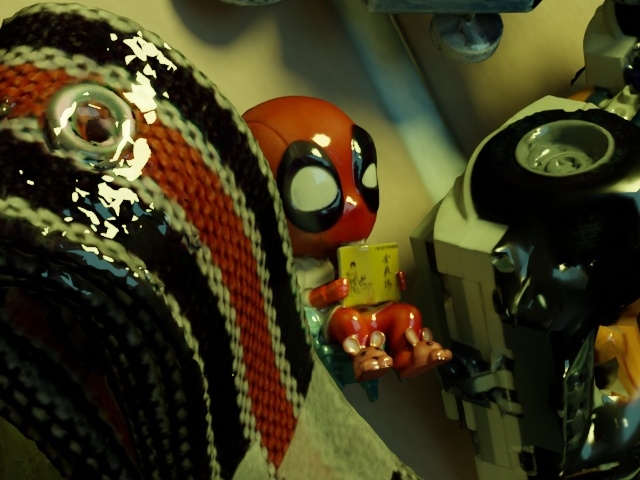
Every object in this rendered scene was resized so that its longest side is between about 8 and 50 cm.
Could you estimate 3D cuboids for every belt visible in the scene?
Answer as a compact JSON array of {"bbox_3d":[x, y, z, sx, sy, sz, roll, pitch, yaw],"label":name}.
[{"bbox_3d":[-0.028,0.076,0.574,0.094,0.126,0.359,-60,140,-30],"label":"belt"}]

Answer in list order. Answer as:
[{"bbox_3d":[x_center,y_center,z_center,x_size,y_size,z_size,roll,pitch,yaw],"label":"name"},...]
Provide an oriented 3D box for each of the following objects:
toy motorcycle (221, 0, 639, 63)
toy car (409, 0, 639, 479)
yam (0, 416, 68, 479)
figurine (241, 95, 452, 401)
[{"bbox_3d":[0.059,-0.163,0.769,0.254,0.092,0.136,0,61,-7],"label":"toy motorcycle"},{"bbox_3d":[0.150,-0.018,0.814,0.301,0.118,0.193,-52,141,-39],"label":"toy car"},{"bbox_3d":[-0.105,0.081,0.627,0.043,0.043,0.094,2,76,-40],"label":"yam"},{"bbox_3d":[0.000,0.000,0.719,0.068,0.075,0.140,-8,73,-40],"label":"figurine"}]
